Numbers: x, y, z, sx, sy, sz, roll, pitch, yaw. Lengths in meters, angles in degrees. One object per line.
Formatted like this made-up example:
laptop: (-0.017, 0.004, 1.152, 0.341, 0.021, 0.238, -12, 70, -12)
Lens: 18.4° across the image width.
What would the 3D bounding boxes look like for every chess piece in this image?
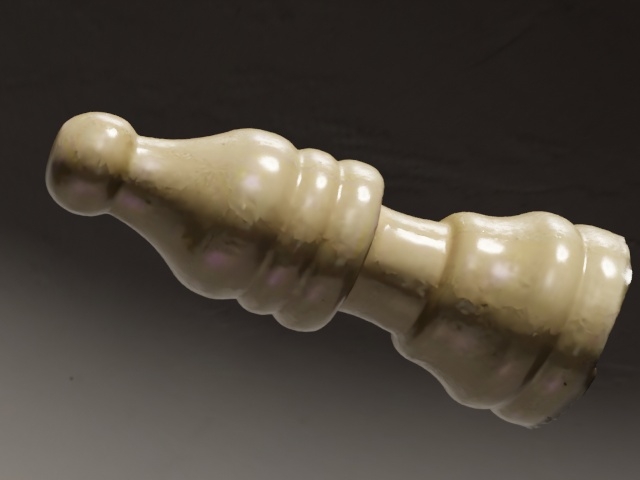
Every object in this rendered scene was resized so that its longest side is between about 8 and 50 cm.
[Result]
chess piece: (0.000, 0.000, 1.079, 0.307, 0.139, 0.124, 20, 97, -10)
